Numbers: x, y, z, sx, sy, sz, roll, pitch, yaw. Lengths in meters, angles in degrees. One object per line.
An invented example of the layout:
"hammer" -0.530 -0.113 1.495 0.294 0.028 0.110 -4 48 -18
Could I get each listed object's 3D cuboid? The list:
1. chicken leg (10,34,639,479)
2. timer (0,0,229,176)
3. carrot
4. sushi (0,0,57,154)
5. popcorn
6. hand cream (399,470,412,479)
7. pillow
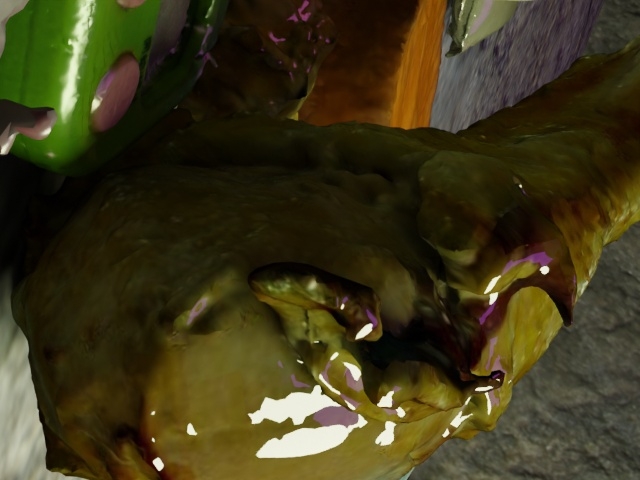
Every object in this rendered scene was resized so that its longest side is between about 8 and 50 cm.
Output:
"chicken leg" 0.022 0.004 0.651 0.361 0.212 0.140 -27 114 -54
"timer" -0.057 -0.094 0.526 0.128 0.047 0.140 -51 159 -59
"carrot" 0.000 0.000 0.886 0.258 0.100 0.307 -36 145 -78
"sushi" -0.058 -0.118 0.285 0.161 0.107 0.241 -59 173 -48
"popcorn" -0.029 -0.067 0.711 0.082 0.057 0.083 110 3 -47
"hand cream" 0.027 0.115 0.865 0.083 0.048 0.224 98 18 -64
"pillow" 0.136 -0.239 1.300 0.119 0.053 0.208 -52 157 -68
